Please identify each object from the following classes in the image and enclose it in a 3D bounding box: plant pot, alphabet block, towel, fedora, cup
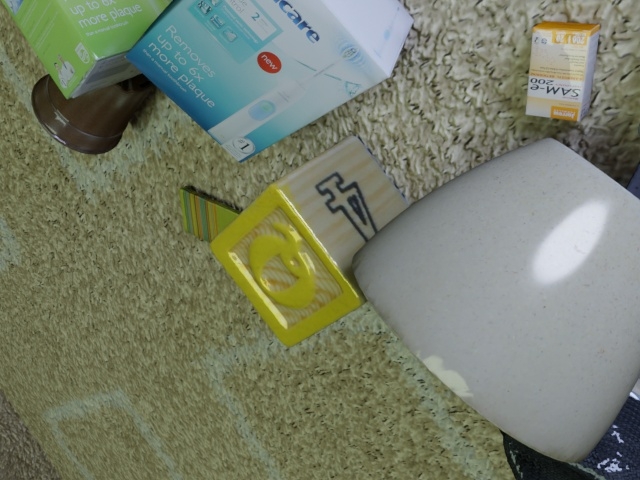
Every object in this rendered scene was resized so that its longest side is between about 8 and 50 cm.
[{"bbox_3d":[-0.368,-0.257,1.115,0.165,0.167,0.167,-32,94,37],"label":"plant pot"},{"bbox_3d":[0.000,0.000,0.940,0.193,0.197,0.192,51,136,1],"label":"alphabet block"},{"bbox_3d":[-0.154,-0.017,1.183,0.237,0.021,0.102,24,134,25],"label":"towel"},{"bbox_3d":[0.357,0.291,0.866,0.334,0.152,0.334,19,127,28],"label":"fedora"},{"bbox_3d":[0.234,0.031,0.723,0.331,0.331,0.237,40,106,12],"label":"cup"}]

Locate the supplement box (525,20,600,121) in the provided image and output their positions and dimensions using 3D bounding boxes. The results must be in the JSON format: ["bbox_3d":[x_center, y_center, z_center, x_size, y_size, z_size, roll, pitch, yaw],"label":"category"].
[{"bbox_3d":[0.263,-0.185,0.727,0.062,0.036,0.098,15,125,32],"label":"supplement box"}]

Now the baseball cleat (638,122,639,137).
[{"bbox_3d":[0.344,-0.179,0.603,0.206,0.072,0.109,-50,47,8],"label":"baseball cleat"}]

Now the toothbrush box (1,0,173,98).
[{"bbox_3d":[-0.349,-0.382,0.977,0.122,0.206,0.283,-29,96,46],"label":"toothbrush box"}]

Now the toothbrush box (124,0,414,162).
[{"bbox_3d":[-0.068,-0.255,0.839,0.295,0.126,0.216,-21,126,43],"label":"toothbrush box"}]

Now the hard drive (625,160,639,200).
[{"bbox_3d":[0.452,-0.062,0.638,0.255,0.054,0.172,29,131,23],"label":"hard drive"}]
